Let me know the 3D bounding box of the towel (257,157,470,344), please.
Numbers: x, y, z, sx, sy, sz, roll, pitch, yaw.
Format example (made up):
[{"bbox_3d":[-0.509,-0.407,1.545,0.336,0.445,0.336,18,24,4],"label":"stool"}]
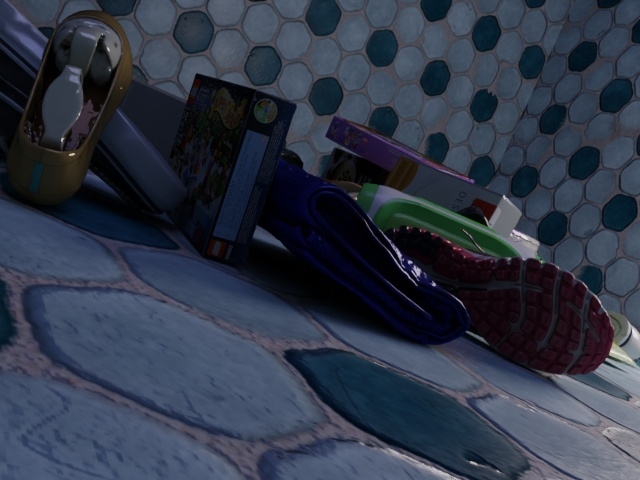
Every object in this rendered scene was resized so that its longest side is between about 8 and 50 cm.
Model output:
[{"bbox_3d":[0.000,0.000,0.791,0.228,0.076,0.308,42,-4,-27],"label":"towel"}]

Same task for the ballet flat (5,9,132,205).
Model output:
[{"bbox_3d":[-0.206,-0.136,0.632,0.080,0.232,0.073,13,-35,-16],"label":"ballet flat"}]

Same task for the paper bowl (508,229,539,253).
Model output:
[{"bbox_3d":[0.282,0.010,1.490,0.284,0.148,0.284,23,6,-3],"label":"paper bowl"}]

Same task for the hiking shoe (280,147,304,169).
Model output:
[{"bbox_3d":[-0.146,-0.172,1.609,0.132,0.113,0.304,28,7,28],"label":"hiking shoe"}]

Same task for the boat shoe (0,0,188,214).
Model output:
[{"bbox_3d":[-0.282,-0.129,0.737,0.335,0.119,0.121,43,-6,3],"label":"boat shoe"}]

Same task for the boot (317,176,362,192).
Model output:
[{"bbox_3d":[0.049,-0.073,1.543,0.295,0.104,0.211,21,5,20],"label":"boot"}]

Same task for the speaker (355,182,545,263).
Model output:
[{"bbox_3d":[0.179,0.021,1.102,0.297,0.131,0.131,24,6,1],"label":"speaker"}]

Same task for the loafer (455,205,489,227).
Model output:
[{"bbox_3d":[0.195,0.002,1.195,0.062,0.170,0.061,55,18,-16],"label":"loafer"}]

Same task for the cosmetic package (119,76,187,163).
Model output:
[{"bbox_3d":[-0.222,-0.140,0.993,0.238,0.127,0.107,25,6,-7],"label":"cosmetic package"}]

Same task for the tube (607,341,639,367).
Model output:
[{"bbox_3d":[0.473,0.163,1.330,0.070,0.062,0.240,-18,19,-5],"label":"tube"}]

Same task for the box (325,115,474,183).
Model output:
[{"bbox_3d":[0.179,-0.185,1.659,0.293,0.057,0.201,33,16,30],"label":"box"}]

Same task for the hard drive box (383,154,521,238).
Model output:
[{"bbox_3d":[0.202,-0.025,1.293,0.232,0.181,0.089,28,-2,41],"label":"hard drive box"}]

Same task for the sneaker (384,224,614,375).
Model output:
[{"bbox_3d":[0.210,0.063,0.897,0.299,0.120,0.112,27,3,25],"label":"sneaker"}]

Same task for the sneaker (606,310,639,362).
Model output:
[{"bbox_3d":[0.548,0.175,1.457,0.095,0.090,0.235,35,5,-21],"label":"sneaker"}]

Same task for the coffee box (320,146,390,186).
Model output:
[{"bbox_3d":[0.104,-0.115,1.816,0.119,0.168,0.297,20,6,-26],"label":"coffee box"}]

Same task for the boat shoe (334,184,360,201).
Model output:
[{"bbox_3d":[0.007,-0.049,1.197,0.092,0.102,0.285,30,14,16],"label":"boat shoe"}]

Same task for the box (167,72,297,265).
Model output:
[{"bbox_3d":[-0.108,-0.085,0.767,0.044,0.159,0.233,15,9,-26],"label":"box"}]
